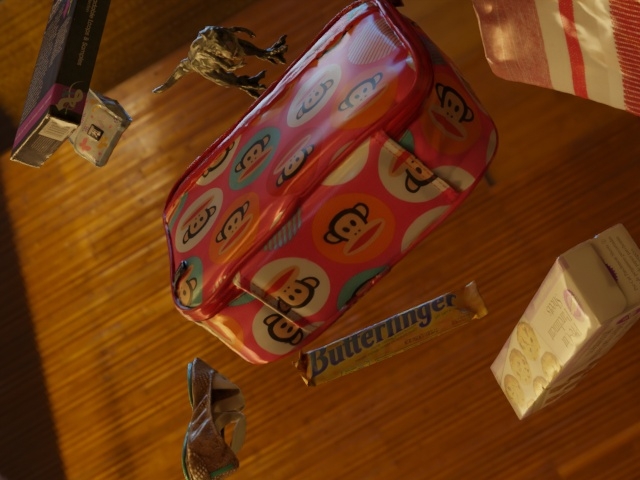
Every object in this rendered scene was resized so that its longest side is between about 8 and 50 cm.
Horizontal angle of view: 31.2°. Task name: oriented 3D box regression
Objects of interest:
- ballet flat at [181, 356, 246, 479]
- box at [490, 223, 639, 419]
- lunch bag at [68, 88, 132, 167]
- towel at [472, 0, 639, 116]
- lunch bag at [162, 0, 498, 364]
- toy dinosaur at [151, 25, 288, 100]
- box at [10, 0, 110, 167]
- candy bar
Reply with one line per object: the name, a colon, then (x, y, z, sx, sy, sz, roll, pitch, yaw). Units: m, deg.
ballet flat: (-0.116, 0.200, 1.297, 0.206, 0.067, 0.073, -99, -6, -57)
box: (0.215, 0.083, 1.009, 0.067, 0.063, 0.324, 60, 168, 17)
lunch bag: (-0.268, -0.135, 1.394, 0.053, 0.071, 0.083, 22, -163, -40)
towel: (0.266, -0.145, 0.912, 0.329, 0.037, 0.237, 23, 169, 27)
lunch bag: (-0.004, -0.063, 0.972, 0.120, 0.293, 0.258, 38, -163, -27)
toy dinosaur: (-0.110, -0.207, 1.344, 0.268, 0.118, 0.064, 163, 111, -68)
box: (-0.200, -0.149, 0.906, 0.116, 0.029, 0.162, -25, 52, 59)
candy bar: (0.055, 0.076, 0.913, 0.040, 0.161, 0.018, -112, -1, -50)
